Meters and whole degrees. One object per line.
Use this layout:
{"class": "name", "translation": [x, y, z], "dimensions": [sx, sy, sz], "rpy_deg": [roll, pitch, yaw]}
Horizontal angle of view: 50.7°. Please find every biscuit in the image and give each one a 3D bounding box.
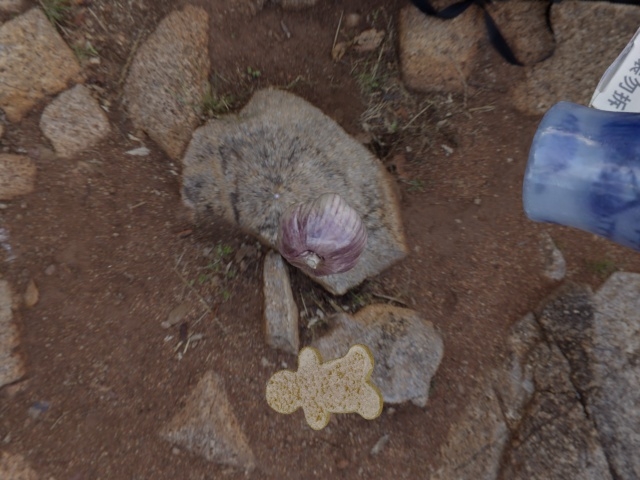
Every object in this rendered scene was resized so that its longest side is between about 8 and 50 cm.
{"class": "biscuit", "translation": [0.003, 0.280, 1.293], "dimensions": [0.240, 0.035, 0.158], "rpy_deg": [-12, 76, 25]}

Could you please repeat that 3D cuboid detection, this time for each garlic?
{"class": "garlic", "translation": [0.000, 0.000, 1.068], "dimensions": [0.147, 0.159, 0.102], "rpy_deg": [27, 51, -23]}

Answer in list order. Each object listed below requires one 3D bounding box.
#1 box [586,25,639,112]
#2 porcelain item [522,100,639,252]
{"class": "box", "translation": [0.384, -0.165, 0.825], "dimensions": [0.091, 0.274, 0.221], "rpy_deg": [33, 84, 15]}
{"class": "porcelain item", "translation": [0.264, -0.023, 0.418], "dimensions": [0.259, 0.141, 0.141], "rpy_deg": [16, 93, 32]}
